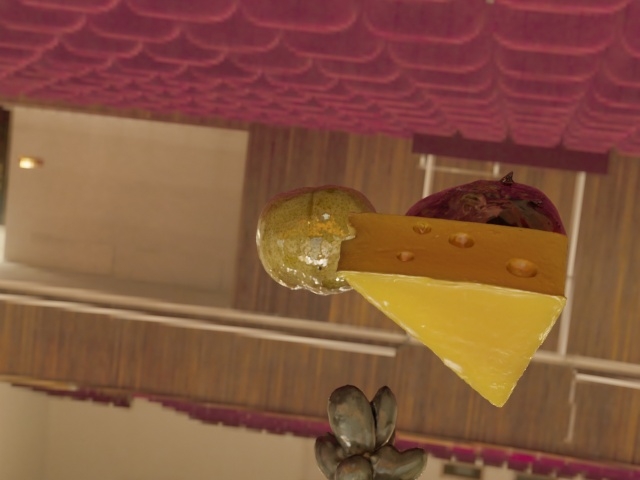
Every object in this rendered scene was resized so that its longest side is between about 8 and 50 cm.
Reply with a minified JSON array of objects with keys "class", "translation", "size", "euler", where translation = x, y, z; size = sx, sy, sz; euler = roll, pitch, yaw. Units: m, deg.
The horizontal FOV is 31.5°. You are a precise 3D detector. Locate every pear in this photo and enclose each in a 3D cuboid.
[{"class":"pear","translation":[0.000,0.000,1.418],"size":[0.167,0.137,0.167],"euler":[6,178,0]}]

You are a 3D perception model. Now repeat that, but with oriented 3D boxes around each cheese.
[{"class":"cheese","translation":[0.094,0.034,0.905],"size":[0.171,0.126,0.093],"euler":[21,-142,-5]}]

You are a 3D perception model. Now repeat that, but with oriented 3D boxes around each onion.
[{"class":"onion","translation":[0.222,0.027,1.544],"size":[0.252,0.219,0.252],"euler":[-12,-170,2]}]

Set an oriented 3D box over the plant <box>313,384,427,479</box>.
[{"class":"plant","translation":[0.062,0.316,1.413],"size":[0.149,0.275,0.146],"euler":[-6,154,7]}]
